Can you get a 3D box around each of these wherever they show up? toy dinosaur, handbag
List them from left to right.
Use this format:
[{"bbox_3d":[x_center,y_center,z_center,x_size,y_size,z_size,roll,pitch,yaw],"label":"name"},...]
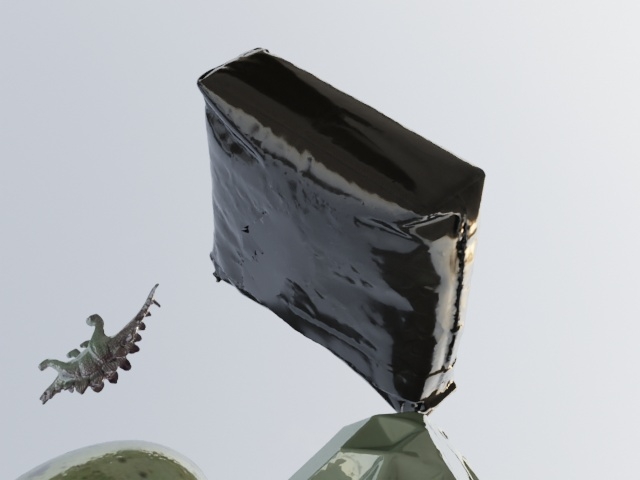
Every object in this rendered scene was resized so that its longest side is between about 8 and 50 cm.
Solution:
[{"bbox_3d":[-0.263,0.132,1.226,0.082,0.209,0.039,46,-179,28],"label":"toy dinosaur"},{"bbox_3d":[0.000,0.000,0.733,0.080,0.223,0.246,-30,-130,-34],"label":"handbag"}]

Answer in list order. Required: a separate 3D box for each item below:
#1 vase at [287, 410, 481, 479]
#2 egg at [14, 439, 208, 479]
[{"bbox_3d":[-0.041,0.267,0.665,0.165,0.360,0.165,52,-174,-8],"label":"vase"},{"bbox_3d":[-0.294,0.408,1.249,0.287,0.287,0.379,42,-130,2],"label":"egg"}]
